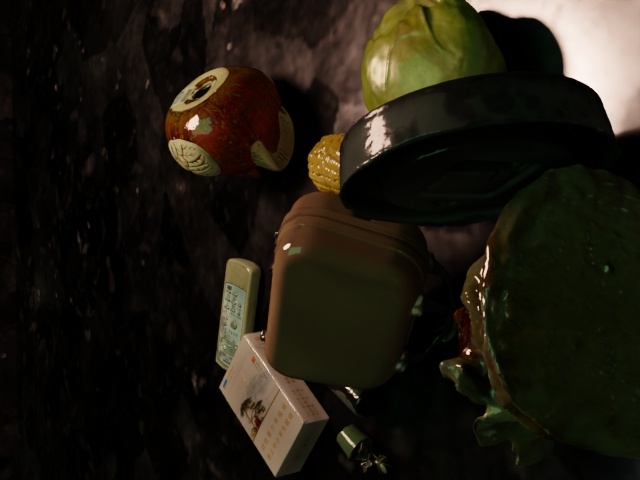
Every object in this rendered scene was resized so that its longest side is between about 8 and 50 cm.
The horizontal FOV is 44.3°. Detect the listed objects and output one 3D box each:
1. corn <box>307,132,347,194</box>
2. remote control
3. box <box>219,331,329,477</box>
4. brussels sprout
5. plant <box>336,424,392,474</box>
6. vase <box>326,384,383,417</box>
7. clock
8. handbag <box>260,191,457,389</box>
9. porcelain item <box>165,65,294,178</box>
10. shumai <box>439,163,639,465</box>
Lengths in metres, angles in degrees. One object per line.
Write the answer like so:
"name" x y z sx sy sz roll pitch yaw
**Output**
"corn" 0.041 -0.111 1.194 0.305 0.106 0.106 -133 48 -80
"remote control" -0.169 0.154 1.605 0.098 0.038 0.233 19 106 51
"box" -0.093 0.303 1.478 0.233 0.067 0.149 49 124 37
"brussels sprout" 0.156 -0.237 1.092 0.223 0.161 0.223 14 108 50
"plant" 0.072 0.349 1.286 0.102 0.051 0.051 40 120 39
"vase" 0.024 0.219 1.339 0.211 0.060 0.059 38 119 46
"clock" 0.180 -0.096 0.931 0.325 0.325 0.067 -26 64 49
"handbag" 0.063 0.090 1.152 0.149 0.283 0.301 -70 -8 -47
"porcelain item" -0.164 -0.204 1.501 0.253 0.253 0.252 -1 89 52
"shumai" 0.276 0.098 0.935 0.288 0.292 0.329 96 171 -76
